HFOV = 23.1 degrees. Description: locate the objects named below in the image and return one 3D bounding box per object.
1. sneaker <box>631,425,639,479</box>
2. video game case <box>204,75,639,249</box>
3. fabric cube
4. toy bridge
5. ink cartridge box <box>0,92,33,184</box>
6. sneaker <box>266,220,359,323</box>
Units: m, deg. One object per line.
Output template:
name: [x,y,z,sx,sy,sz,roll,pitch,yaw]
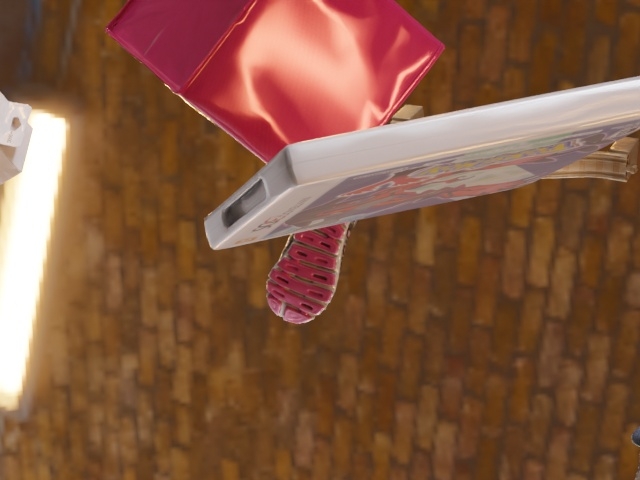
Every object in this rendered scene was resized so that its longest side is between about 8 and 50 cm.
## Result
sneaker: [0.354,0.186,1.443,0.122,0.110,0.283,41,-86,35]
video game case: [0.055,-0.037,0.807,0.183,0.201,0.023,149,-72,-72]
fabric cube: [-0.060,-0.249,1.926,0.254,0.258,0.259,-52,-143,4]
toy bridge: [0.138,-0.067,1.140,0.188,0.063,0.026,11,-62,22]
ink cartridge box: [-0.386,-0.106,1.702,0.143,0.090,0.092,-27,-147,18]
sneaker: [0.000,0.000,1.439,0.075,0.063,0.170,-58,168,-57]
